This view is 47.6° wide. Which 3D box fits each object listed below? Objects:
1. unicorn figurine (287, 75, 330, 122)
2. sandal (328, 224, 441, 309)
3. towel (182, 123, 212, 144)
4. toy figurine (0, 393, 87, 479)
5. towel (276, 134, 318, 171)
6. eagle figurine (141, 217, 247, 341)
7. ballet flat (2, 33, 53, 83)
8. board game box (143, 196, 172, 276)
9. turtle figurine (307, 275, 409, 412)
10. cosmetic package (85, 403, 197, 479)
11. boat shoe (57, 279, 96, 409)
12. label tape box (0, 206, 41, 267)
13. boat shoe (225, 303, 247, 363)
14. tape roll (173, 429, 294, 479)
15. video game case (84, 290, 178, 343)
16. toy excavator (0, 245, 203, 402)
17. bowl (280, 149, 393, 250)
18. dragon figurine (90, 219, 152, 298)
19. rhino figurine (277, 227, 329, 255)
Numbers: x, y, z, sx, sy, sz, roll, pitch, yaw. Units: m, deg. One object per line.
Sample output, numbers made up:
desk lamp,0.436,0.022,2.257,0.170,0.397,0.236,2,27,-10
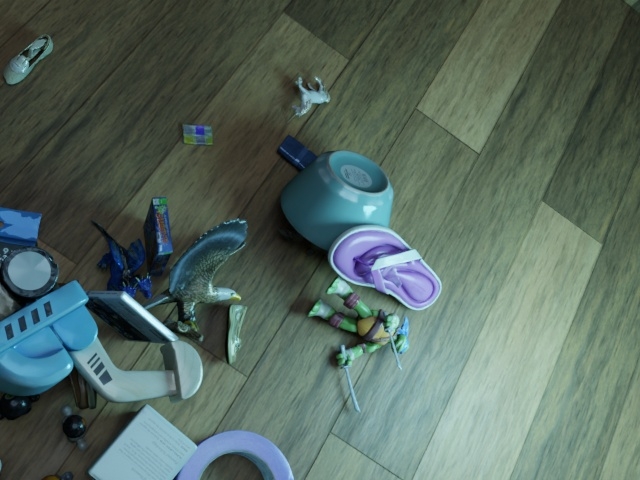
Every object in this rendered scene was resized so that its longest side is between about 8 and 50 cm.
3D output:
unicorn figurine,-0.036,-0.418,2.100,0.162,0.060,0.111,-16,77,-24
sandal,0.196,0.078,1.877,0.416,0.102,0.169,26,99,-40
towel,-0.335,-0.288,1.972,0.083,0.009,0.060,3,70,-19
toy figurine,-0.610,0.436,1.533,0.210,0.148,0.213,25,64,-10
towel,-0.062,-0.238,2.044,0.119,0.029,0.067,39,63,-4
eagle figurine,-0.287,0.088,1.748,0.225,0.226,0.298,22,78,-55
ballet flat,-0.753,-0.471,1.859,0.057,0.052,0.168,35,64,-6
board game box,-0.392,-0.005,1.742,0.035,0.201,0.136,-4,72,-21
turtle figurine,0.098,0.235,1.842,0.266,0.198,0.274,37,60,1
cosmetic package,-0.396,0.484,1.594,0.151,0.151,0.183,41,64,-3
boat shoe,-0.577,0.243,1.647,0.105,0.110,0.307,-10,65,-19
label tape box,-0.785,0.064,1.623,0.249,0.115,0.347,11,70,-17
boat shoe,-0.210,0.233,1.807,0.048,0.056,0.152,7,62,-13
tape roll,-0.202,0.580,1.666,0.275,0.090,0.274,6,70,-18
video game case,-0.438,0.173,1.635,0.190,0.173,0.022,51,51,-38
toy excavator,-0.522,0.229,1.502,0.433,0.222,0.445,-33,92,-36
bowl,0.068,-0.122,1.908,0.312,0.163,0.311,18,37,-15
dragon figurine,-0.467,0.045,1.714,0.085,0.144,0.289,1,56,-35
rhino figurine,0.000,0.000,1.938,0.243,0.106,0.073,17,66,-14
